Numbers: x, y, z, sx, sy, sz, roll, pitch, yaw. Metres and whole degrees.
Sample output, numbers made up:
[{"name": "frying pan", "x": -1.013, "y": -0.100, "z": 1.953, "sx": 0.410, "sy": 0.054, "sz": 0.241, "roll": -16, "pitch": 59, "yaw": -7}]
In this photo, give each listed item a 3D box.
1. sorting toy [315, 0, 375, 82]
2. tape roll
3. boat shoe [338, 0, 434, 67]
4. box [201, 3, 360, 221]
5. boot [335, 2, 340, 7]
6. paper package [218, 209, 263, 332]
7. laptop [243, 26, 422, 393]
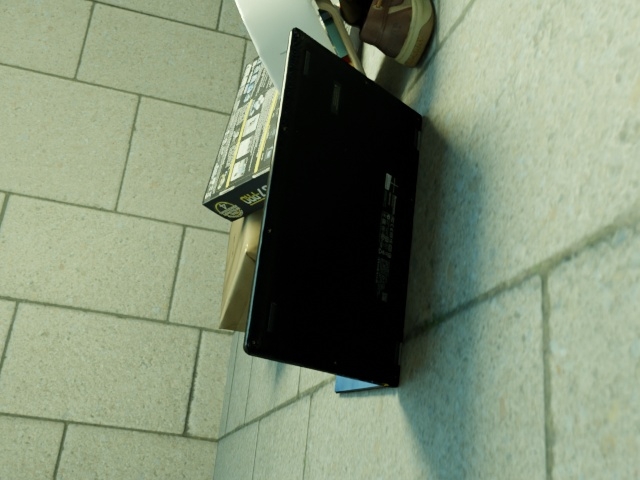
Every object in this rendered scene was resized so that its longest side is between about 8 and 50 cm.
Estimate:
[{"name": "sorting toy", "x": 0.041, "y": -0.317, "z": 1.167, "sx": 0.038, "sy": 0.208, "sz": 0.193, "roll": -29, "pitch": 28, "yaw": 9}, {"name": "tape roll", "x": -0.029, "y": -0.292, "z": 1.102, "sx": 0.286, "sy": 0.100, "sz": 0.286, "roll": 63, "pitch": -172, "yaw": -15}, {"name": "boat shoe", "x": 0.090, "y": -0.393, "z": 1.123, "sx": 0.342, "sy": 0.123, "sz": 0.123, "roll": -93, "pitch": 18, "yaw": -47}, {"name": "box", "x": -0.082, "y": -0.261, "z": 1.458, "sx": 0.318, "sy": 0.097, "sz": 0.395, "roll": -22, "pitch": 47, "yaw": 47}, {"name": "boot", "x": 0.032, "y": -0.497, "z": 1.643, "sx": 0.158, "sy": 0.059, "sz": 0.085, "roll": 155, "pitch": 128, "yaw": -65}, {"name": "paper package", "x": -0.118, "y": 0.013, "z": 1.616, "sx": 0.309, "sy": 0.168, "sz": 0.325, "roll": 113, "pitch": 163, "yaw": -46}, {"name": "laptop", "x": 0.000, "y": 0.000, "z": 0.970, "sx": 0.236, "sy": 0.408, "sz": 0.382, "roll": -8, "pitch": 68, "yaw": 41}]
